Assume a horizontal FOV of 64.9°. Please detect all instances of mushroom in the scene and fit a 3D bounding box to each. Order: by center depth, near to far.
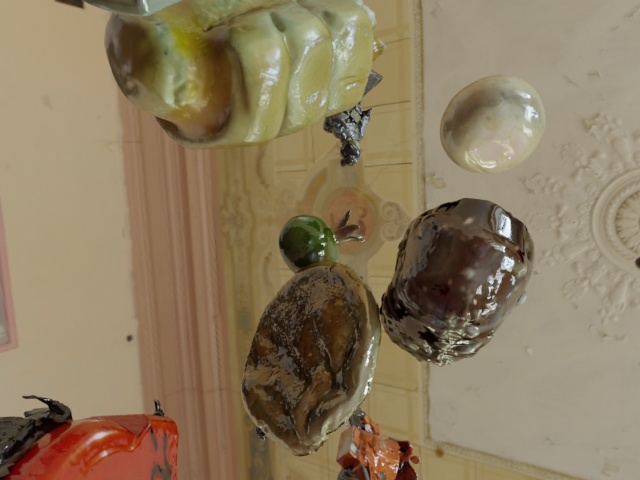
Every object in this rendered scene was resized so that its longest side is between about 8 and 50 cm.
[{"bbox_3d":[0.411,-0.282,1.214,0.245,0.202,0.246,6,-48,7],"label":"mushroom"}]

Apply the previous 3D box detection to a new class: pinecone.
[{"bbox_3d":[-0.142,0.516,1.405,0.077,0.077,0.083,25,-92,31],"label":"pinecone"}]

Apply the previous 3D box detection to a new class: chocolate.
[{"bbox_3d":[0.219,0.099,0.883,0.225,0.210,0.340,27,-26,6],"label":"chocolate"}]

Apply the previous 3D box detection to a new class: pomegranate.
[{"bbox_3d":[0.000,0.000,1.158,0.191,0.152,0.131,-29,-129,2],"label":"pomegranate"}]

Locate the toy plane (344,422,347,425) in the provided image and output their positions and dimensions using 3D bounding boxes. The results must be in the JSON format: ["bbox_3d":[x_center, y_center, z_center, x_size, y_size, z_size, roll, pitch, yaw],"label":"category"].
[{"bbox_3d":[-0.031,0.568,1.667,0.246,0.078,0.169,8,-37,-2],"label":"toy plane"}]

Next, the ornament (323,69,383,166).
[{"bbox_3d":[0.059,-0.253,1.059,0.153,0.166,0.196,-34,-121,37],"label":"ornament"}]

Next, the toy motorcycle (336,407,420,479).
[{"bbox_3d":[0.122,0.523,1.113,0.147,0.326,0.221,-41,-82,19],"label":"toy motorcycle"}]

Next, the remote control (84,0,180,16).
[{"bbox_3d":[-0.114,-0.299,0.509,0.123,0.285,0.038,25,-35,24],"label":"remote control"}]

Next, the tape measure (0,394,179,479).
[{"bbox_3d":[-0.169,0.220,0.296,0.113,0.260,0.254,-8,-112,2],"label":"tape measure"}]

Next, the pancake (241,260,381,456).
[{"bbox_3d":[-0.031,0.211,0.985,0.386,0.082,0.387,-34,-138,36],"label":"pancake"}]

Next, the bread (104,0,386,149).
[{"bbox_3d":[-0.111,-0.238,0.692,0.300,0.341,0.210,29,-43,22],"label":"bread"}]
